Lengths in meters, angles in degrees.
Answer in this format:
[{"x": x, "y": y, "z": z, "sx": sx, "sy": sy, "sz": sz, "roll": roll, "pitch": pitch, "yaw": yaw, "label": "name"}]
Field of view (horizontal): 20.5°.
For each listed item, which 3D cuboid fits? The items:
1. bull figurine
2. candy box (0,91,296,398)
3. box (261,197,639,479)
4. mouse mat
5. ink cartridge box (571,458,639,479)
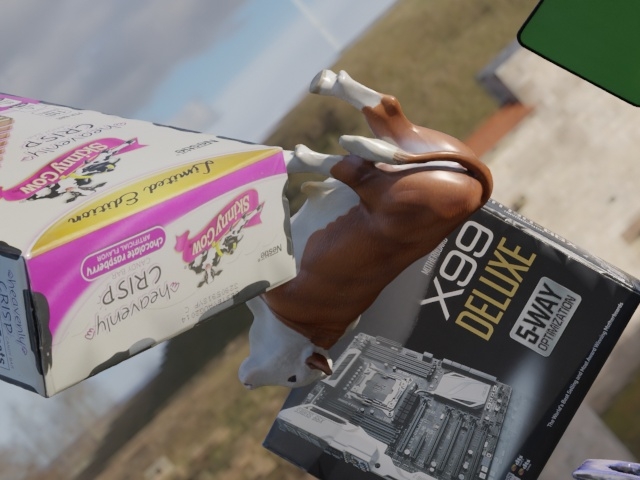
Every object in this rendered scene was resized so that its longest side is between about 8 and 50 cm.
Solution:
[{"x": 0.000, "y": 0.000, "z": 1.462, "sx": 0.310, "sy": 0.188, "sz": 0.101, "roll": -43, "pitch": 26, "yaw": 32, "label": "bull figurine"}, {"x": -0.150, "y": -0.009, "z": 0.862, "sx": 0.233, "sy": 0.071, "sz": 0.159, "roll": 14, "pitch": 29, "yaw": 40, "label": "candy box"}, {"x": 0.122, "y": 0.115, "z": 1.651, "sx": 0.307, "sy": 0.242, "sz": 0.076, "roll": -61, "pitch": -4, "yaw": 13, "label": "box"}, {"x": 0.291, "y": -0.218, "z": 1.670, "sx": 0.190, "sy": 0.152, "sz": 0.007, "roll": -56, "pitch": 9, "yaw": 44, "label": "mouse mat"}, {"x": 0.349, "y": 0.233, "z": 1.125, "sx": 0.151, "sy": 0.395, "sz": 0.270, "roll": -53, "pitch": -12, "yaw": 6, "label": "ink cartridge box"}]
